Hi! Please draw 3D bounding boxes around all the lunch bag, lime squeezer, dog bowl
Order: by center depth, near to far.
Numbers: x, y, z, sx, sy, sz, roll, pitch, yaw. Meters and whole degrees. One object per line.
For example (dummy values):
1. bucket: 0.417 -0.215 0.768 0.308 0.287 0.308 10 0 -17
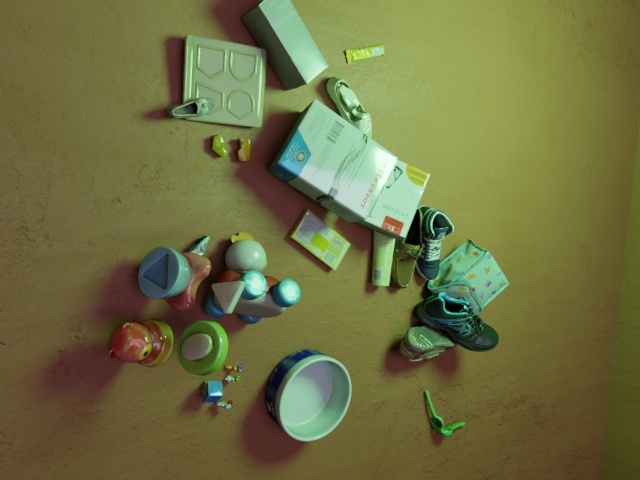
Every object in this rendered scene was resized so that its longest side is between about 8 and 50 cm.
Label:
1. dog bowl: -0.037 0.484 1.487 0.265 0.104 0.264 -4 98 -33
2. lunch bag: 0.556 0.166 1.810 0.262 0.160 0.223 -43 122 -2
3. lime squeezer: 0.495 0.723 1.897 0.310 0.059 0.109 44 73 -29

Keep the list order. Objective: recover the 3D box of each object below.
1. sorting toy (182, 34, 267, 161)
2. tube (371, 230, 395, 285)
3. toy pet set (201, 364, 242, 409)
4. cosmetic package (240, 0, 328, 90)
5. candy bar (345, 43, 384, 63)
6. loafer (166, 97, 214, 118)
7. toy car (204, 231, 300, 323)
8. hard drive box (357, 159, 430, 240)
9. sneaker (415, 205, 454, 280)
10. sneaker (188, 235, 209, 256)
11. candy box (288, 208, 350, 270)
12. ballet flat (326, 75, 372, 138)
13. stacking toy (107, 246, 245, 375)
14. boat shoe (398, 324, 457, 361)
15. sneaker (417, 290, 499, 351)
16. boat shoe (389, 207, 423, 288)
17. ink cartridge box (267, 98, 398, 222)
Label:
1. sorting toy: -0.261 -0.375 1.276 0.229 0.041 0.306 -1 103 -30
2. tube: 0.217 0.036 1.624 0.070 0.062 0.239 0 96 -37
3. toy pet set: -0.275 0.423 1.346 0.114 0.065 0.122 15 87 -34
4. cosmetic package: -0.098 -0.548 1.305 0.107 0.127 0.238 -48 120 -18
5. candy bar: 0.149 -0.606 1.525 0.162 0.018 0.040 -23 112 -30
6. loafer: -0.325 -0.334 1.199 0.125 0.039 0.045 -22 113 -24
7. toy car: -0.189 0.085 1.314 0.210 0.219 0.237 18 58 -34
8. hard drive box: 0.229 -0.141 1.552 0.181 0.089 0.232 22 83 -5
9. sneaker: 0.402 0.018 1.679 0.099 0.153 0.282 -14 101 -19
10. sneaker: -0.324 0.039 1.285 0.098 0.038 0.069 -45 120 -10
11. candy box: 0.000 0.000 1.497 0.206 0.027 0.105 39 72 -31
12. ballet flat: 0.105 -0.405 1.483 0.086 0.086 0.248 -49 119 -19
13. stacking toy: -0.352 0.173 1.128 0.130 0.280 0.308 33 72 -63
14. boat shoe: 0.400 0.386 1.772 0.325 0.123 0.116 8 125 -42
15. sneaker: 0.530 0.303 1.741 0.341 0.139 0.125 25 47 -10
16. boat shoe: 0.297 0.026 1.649 0.111 0.104 0.307 -7 100 -33
17. ink cartridge box: 0.038 -0.224 1.390 0.308 0.129 0.223 32 77 -16
